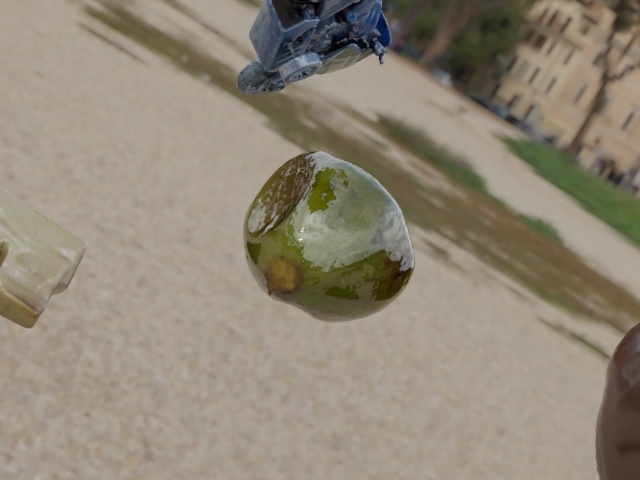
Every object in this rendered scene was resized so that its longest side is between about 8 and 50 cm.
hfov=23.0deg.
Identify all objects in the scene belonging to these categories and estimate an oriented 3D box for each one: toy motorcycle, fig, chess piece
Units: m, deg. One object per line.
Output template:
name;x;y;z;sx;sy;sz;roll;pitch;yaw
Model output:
toy motorcycle;0.010;-0.186;1.272;0.092;0.136;0.254;65;-20;11
fig;0.000;0.000;1.357;0.166;0.144;0.154;-24;96;-68
chess piece;-0.395;-0.024;1.660;0.301;0.137;0.137;29;8;-16

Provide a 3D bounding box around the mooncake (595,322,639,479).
mooncake;0.424;0.223;1.626;0.334;0.174;0.325;-10;77;-51
